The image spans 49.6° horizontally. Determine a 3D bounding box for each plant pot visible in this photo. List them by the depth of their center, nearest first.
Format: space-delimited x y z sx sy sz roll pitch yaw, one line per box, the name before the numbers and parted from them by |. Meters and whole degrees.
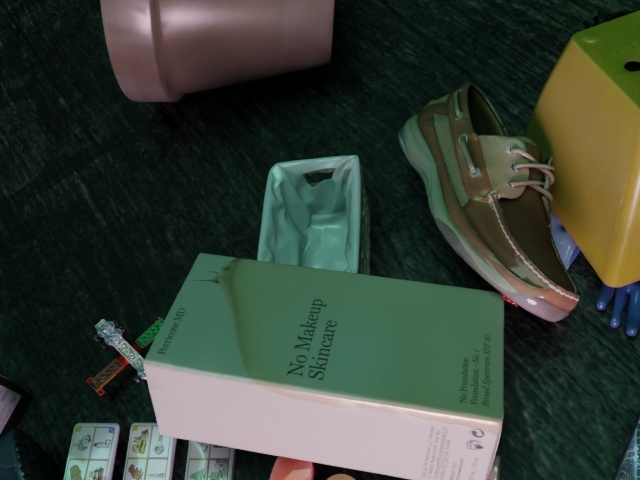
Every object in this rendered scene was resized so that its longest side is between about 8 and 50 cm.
plant pot | 0.343 -0.115 0.695 0.212 0.187 0.212 -20 50 -1
plant pot | -0.120 -0.348 0.952 0.281 0.323 0.323 2 59 0

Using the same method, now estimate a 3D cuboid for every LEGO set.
LEGO set | -0.181 0.172 0.801 0.183 0.060 0.244 -1 60 2

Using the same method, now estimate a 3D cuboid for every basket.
basket | 0.000 0.000 0.801 0.114 0.103 0.167 -5 59 14

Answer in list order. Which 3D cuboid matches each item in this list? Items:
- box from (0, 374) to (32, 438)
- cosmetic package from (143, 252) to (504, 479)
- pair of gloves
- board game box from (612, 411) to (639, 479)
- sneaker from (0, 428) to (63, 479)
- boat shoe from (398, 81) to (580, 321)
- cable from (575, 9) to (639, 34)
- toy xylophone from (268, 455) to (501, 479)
box | -0.457 0.231 0.813 0.148 0.077 0.180 11 64 23
cosmetic package | 0.011 0.119 0.665 0.310 0.113 0.160 7 40 7
pair of gloves | 0.298 0.019 0.749 0.198 0.023 0.159 15 66 24
board game box | 0.322 0.257 0.584 0.165 0.042 0.243 23 68 27
sneaker | -0.295 0.340 0.678 0.131 0.112 0.319 -31 55 -7
boat shoe | 0.184 -0.060 0.735 0.116 0.123 0.324 -47 44 26
cable | 0.385 -0.254 0.833 0.151 0.047 0.185 23 46 40
toy xylophone | 0.050 0.289 0.623 0.323 0.081 0.236 0 59 17
